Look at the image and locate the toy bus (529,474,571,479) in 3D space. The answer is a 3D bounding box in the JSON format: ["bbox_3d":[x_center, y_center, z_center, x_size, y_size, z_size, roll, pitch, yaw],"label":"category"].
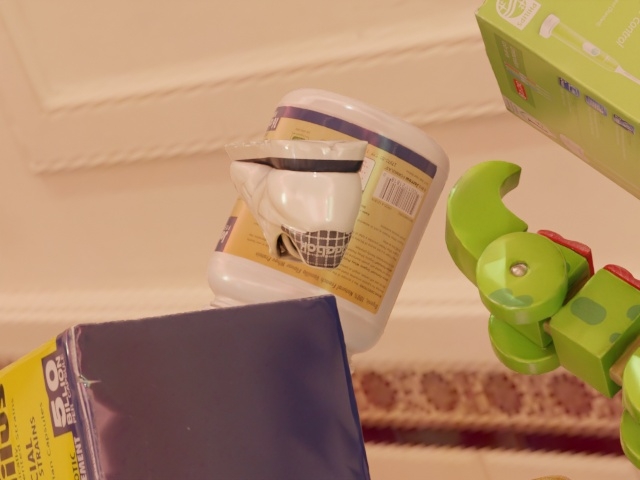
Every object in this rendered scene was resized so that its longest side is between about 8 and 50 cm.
[{"bbox_3d":[0.061,0.287,1.271,0.333,0.130,0.108,-28,-11,6],"label":"toy bus"}]

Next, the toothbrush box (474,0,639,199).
[{"bbox_3d":[0.256,-0.085,1.091,0.122,0.283,0.206,-51,-18,-2],"label":"toothbrush box"}]

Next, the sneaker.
[{"bbox_3d":[-0.023,-0.029,1.265,0.090,0.095,0.235,-2,3,-10],"label":"sneaker"}]

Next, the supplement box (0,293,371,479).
[{"bbox_3d":[-0.131,0.175,1.194,0.195,0.194,0.356,-6,-11,-27],"label":"supplement box"}]

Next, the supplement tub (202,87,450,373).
[{"bbox_3d":[0.000,0.000,1.986,0.228,0.228,0.316,11,76,60],"label":"supplement tub"}]

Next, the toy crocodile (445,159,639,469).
[{"bbox_3d":[0.211,0.070,1.175,0.105,0.115,0.340,-44,60,-13],"label":"toy crocodile"}]
